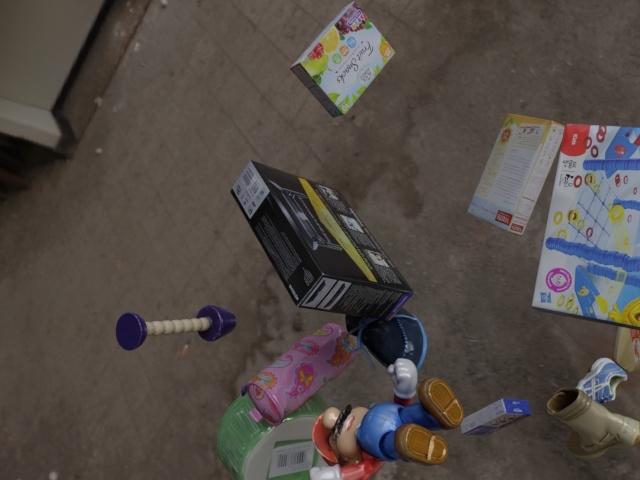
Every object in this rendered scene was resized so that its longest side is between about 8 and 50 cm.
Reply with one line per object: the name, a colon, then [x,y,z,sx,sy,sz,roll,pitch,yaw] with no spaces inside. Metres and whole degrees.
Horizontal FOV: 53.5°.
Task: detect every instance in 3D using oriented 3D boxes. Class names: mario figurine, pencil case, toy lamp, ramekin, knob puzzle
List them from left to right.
toy lamp: [-0.274,0.171,1.273,0.080,0.274,0.080,-1,88,32]
ramekin: [-0.094,0.510,1.582,0.148,0.303,0.303,37,106,58]
pencil case: [-0.042,0.305,1.467,0.124,0.284,0.124,27,134,32]
mario figurine: [0.073,0.305,1.040,0.320,0.198,0.170,-40,66,53]
knob puzzle: [0.705,0.209,1.435,0.030,0.213,0.213,14,89,51]

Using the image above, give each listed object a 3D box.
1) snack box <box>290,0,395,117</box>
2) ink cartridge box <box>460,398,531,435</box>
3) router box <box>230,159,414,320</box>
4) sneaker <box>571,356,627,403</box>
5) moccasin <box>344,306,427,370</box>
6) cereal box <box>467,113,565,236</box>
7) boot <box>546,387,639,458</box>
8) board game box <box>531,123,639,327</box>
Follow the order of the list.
snack box: [0.035,-0.265,0.936,0.141,0.100,0.037,-53,25,-20]
ink cartridge box: [0.511,0.523,1.872,0.207,0.097,0.046,-50,37,48]
router box: [0.000,0.000,1.167,0.081,0.243,0.309,-52,48,23]
sneaker: [0.733,0.409,1.703,0.211,0.080,0.081,-52,33,-4]
moccasin: [0.096,0.167,1.278,0.138,0.116,0.342,-65,22,6]
cereal box: [0.414,-0.144,1.360,0.173,0.047,0.240,-134,61,-67]
boot: [0.676,0.479,1.668,0.095,0.203,0.262,-61,1,-28]
board game box: [0.509,-0.014,0.972,0.301,0.086,0.308,9,85,30]
